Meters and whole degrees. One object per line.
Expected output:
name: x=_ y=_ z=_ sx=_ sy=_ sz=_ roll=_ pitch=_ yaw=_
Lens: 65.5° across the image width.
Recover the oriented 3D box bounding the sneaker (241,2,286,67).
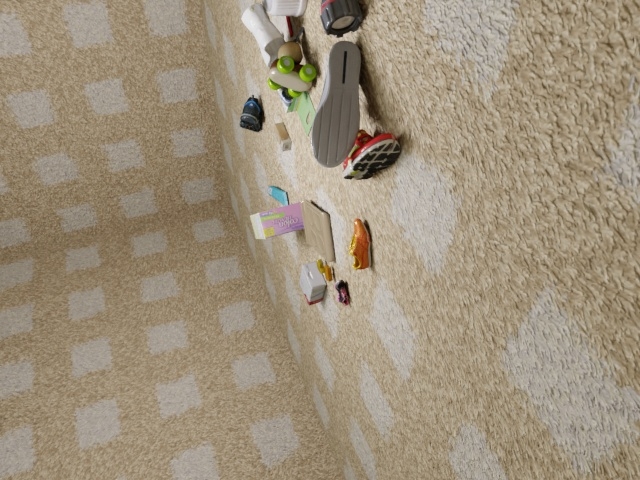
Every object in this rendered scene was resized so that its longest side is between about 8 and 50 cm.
sneaker: x=-0.189 y=-0.720 z=1.739 sx=0.169 sy=0.108 sz=0.292 roll=59 pitch=180 yaw=-1

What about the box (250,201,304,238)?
box: x=-0.184 y=-0.088 z=2.232 sx=0.243 sy=0.214 sz=0.117 roll=-176 pitch=72 yaw=-73

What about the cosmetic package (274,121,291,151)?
cosmetic package: x=-0.164 y=-0.447 z=2.150 sx=0.060 sy=0.041 sz=0.115 roll=102 pitch=149 yaw=-58

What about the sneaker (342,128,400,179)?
sneaker: x=0.115 y=-0.239 z=1.307 sx=0.279 sy=0.108 sz=0.118 roll=159 pitch=106 yaw=-71

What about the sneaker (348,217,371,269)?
sneaker: x=0.121 y=0.016 z=1.572 sx=0.064 sy=0.068 sz=0.174 roll=-138 pitch=38 yaw=-65

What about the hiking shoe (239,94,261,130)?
hiking shoe: x=-0.341 y=-0.634 z=2.524 sx=0.304 sy=0.113 sz=0.131 roll=-169 pitch=95 yaw=-79

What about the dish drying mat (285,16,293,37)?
dish drying mat: x=-0.110 y=-0.759 z=1.748 sx=0.032 sy=0.008 sz=0.083 roll=-165 pitch=60 yaw=-72

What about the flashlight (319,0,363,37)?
flashlight: x=0.017 y=-0.668 z=1.246 sx=0.103 sy=0.103 sz=0.303 roll=-24 pitch=79 yaw=47

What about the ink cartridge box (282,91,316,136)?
ink cartridge box: x=-0.092 y=-0.518 z=1.827 sx=0.171 sy=0.056 sz=0.234 roll=124 pitch=131 yaw=-68

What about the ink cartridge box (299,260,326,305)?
ink cartridge box: x=-0.036 y=0.194 z=2.245 sx=0.175 sy=0.073 sz=0.127 roll=102 pitch=149 yaw=-57

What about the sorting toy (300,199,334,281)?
sorting toy: x=0.000 y=0.000 z=2.025 sx=0.229 sy=0.041 sz=0.306 roll=35 pitch=138 yaw=59

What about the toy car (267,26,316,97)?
toy car: x=-0.085 y=-0.606 z=1.664 sx=0.155 sy=0.149 sz=0.188 roll=159 pitch=124 yaw=-68

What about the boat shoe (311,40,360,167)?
boat shoe: x=0.054 y=-0.348 z=1.316 sx=0.119 sy=0.121 sz=0.334 roll=61 pitch=-140 yaw=-84

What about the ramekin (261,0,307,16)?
ramekin: x=-0.126 y=-0.813 z=1.571 sx=0.207 sy=0.109 sz=0.207 roll=165 pitch=90 yaw=-74

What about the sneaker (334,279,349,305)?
sneaker: x=0.088 y=0.202 z=1.903 sx=0.057 sy=0.047 sz=0.119 roll=45 pitch=154 yaw=48

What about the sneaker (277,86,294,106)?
sneaker: x=-0.137 y=-0.532 z=1.778 sx=0.058 sy=0.052 sz=0.135 roll=100 pitch=149 yaw=-63

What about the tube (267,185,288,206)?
tube: x=-0.209 y=-0.228 z=2.499 sx=0.207 sy=0.052 sz=0.080 roll=36 pitch=144 yaw=57
